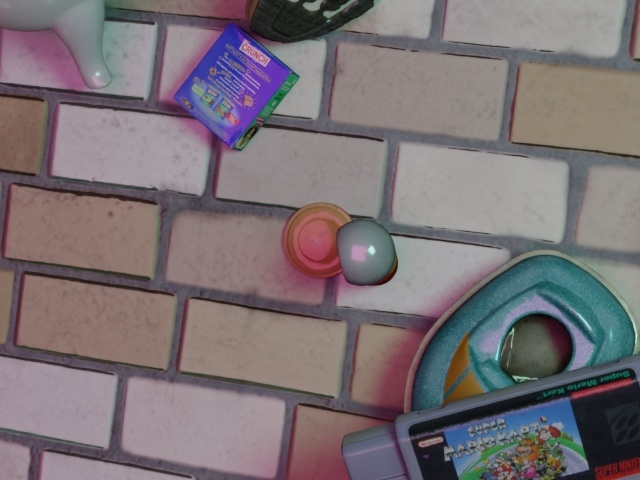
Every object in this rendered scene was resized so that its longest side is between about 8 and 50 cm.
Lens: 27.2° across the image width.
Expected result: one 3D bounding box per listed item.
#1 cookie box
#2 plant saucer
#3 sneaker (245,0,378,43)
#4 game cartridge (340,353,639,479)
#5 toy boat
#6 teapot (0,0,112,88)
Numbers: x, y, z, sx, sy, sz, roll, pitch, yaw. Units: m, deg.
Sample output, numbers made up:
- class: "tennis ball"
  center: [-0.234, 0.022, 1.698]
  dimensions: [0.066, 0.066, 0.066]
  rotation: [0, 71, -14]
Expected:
- class: "cookie box"
  center: [-0.092, -0.168, 1.450]
  dimensions: [0.092, 0.040, 0.107]
  rotation: [41, 99, 10]
- class: "plant saucer"
  center: [0.000, 0.000, 1.444]
  dimensions: [0.083, 0.013, 0.083]
  rotation: [0, 90, 12]
- class: "sneaker"
  center: [0.030, -0.401, 1.398]
  dimensions: [0.182, 0.158, 0.410]
  rotation: [40, 102, 41]
- class: "game cartridge"
  center: [0.218, 0.243, 1.266]
  dimensions: [0.355, 0.068, 0.230]
  rotation: [-16, 112, 8]
- class: "toy boat"
  center: [0.144, 0.096, 1.334]
  dimensions: [0.318, 0.148, 0.267]
  rotation: [38, 90, 12]
- class: "teapot"
  center: [-0.325, -0.326, 1.438]
  dimensions: [0.253, 0.187, 0.256]
  rotation: [12, 66, -6]
